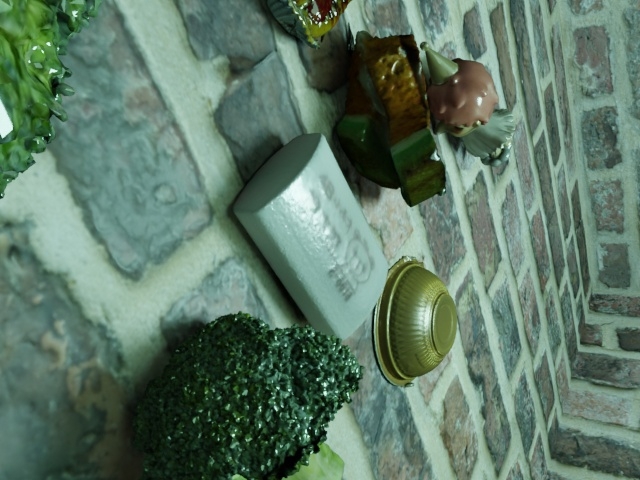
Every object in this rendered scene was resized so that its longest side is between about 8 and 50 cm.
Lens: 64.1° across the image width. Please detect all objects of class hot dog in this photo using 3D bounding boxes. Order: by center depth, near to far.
[{"bbox_3d":[0.002,-0.416,0.771,0.162,0.082,0.270,48,55,-40],"label":"hot dog"}]

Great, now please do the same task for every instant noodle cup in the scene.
[{"bbox_3d":[0.215,0.169,1.044,0.274,0.091,0.274,0,90,-53],"label":"instant noodle cup"}]

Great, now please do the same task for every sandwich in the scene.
[{"bbox_3d":[0.105,-0.200,0.853,0.250,0.162,0.301,-6,82,-81],"label":"sandwich"}]

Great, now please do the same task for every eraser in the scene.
[{"bbox_3d":[0.000,0.000,0.761,0.174,0.095,0.270,-56,130,-33],"label":"eraser"}]

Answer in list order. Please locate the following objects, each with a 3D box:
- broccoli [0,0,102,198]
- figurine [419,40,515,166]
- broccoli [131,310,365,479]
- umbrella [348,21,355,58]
[{"bbox_3d":[-0.321,-0.126,0.222,0.353,0.275,0.397,54,16,23],"label":"broccoli"},{"bbox_3d":[0.322,-0.293,1.141,0.387,0.166,0.207,29,34,-47],"label":"figurine"},{"bbox_3d":[-0.044,0.231,0.634,0.361,0.221,0.252,35,69,-59],"label":"broccoli"},{"bbox_3d":[0.058,-0.320,0.900,0.022,0.013,0.122,-9,99,-32],"label":"umbrella"}]
